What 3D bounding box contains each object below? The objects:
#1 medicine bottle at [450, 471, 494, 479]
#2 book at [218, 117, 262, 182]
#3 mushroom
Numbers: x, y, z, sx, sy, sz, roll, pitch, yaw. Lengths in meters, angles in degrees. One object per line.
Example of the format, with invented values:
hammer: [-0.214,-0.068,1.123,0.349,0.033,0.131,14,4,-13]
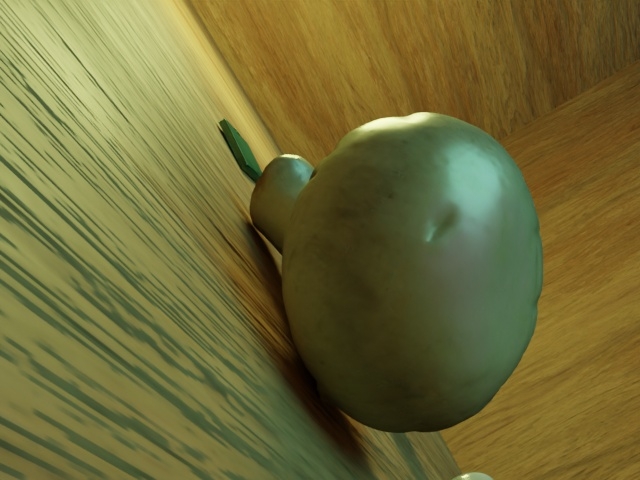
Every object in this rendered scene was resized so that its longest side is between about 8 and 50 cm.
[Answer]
medicine bottle: [0.243,0.434,0.718,0.102,0.103,0.186,58,3,-26]
book: [-0.137,-0.155,0.912,0.103,0.017,0.135,63,4,12]
mushroom: [0.090,0.003,0.528,0.315,0.315,0.356,54,17,-61]
